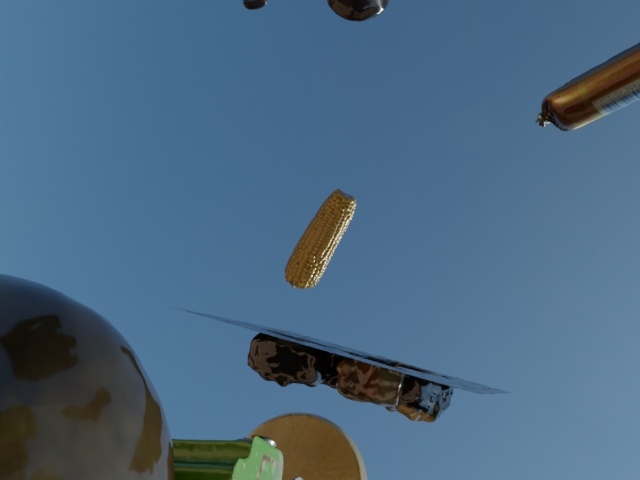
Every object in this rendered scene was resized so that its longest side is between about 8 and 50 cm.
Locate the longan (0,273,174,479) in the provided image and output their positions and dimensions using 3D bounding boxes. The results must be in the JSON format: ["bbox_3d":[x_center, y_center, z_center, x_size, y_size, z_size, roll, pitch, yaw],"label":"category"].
[{"bbox_3d":[-0.248,0.169,0.431,0.318,0.318,0.319,10,-74,38],"label":"longan"}]

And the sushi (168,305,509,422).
[{"bbox_3d":[0.039,0.171,0.801,0.359,0.343,0.064,12,-97,24],"label":"sushi"}]

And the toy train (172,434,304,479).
[{"bbox_3d":[-0.117,0.334,0.616,0.173,0.249,0.307,-4,-121,18],"label":"toy train"}]

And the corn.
[{"bbox_3d":[-0.001,0.001,1.509,0.091,0.091,0.260,29,-75,0],"label":"corn"}]

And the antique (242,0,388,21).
[{"bbox_3d":[0.040,-0.380,0.664,0.322,0.255,0.185,-14,-111,3],"label":"antique"}]

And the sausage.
[{"bbox_3d":[0.456,-0.239,0.866,0.371,0.082,0.082,-28,-98,45],"label":"sausage"}]

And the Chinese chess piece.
[{"bbox_3d":[-0.041,0.436,1.141,0.251,0.250,0.097,45,-14,24],"label":"Chinese chess piece"}]
